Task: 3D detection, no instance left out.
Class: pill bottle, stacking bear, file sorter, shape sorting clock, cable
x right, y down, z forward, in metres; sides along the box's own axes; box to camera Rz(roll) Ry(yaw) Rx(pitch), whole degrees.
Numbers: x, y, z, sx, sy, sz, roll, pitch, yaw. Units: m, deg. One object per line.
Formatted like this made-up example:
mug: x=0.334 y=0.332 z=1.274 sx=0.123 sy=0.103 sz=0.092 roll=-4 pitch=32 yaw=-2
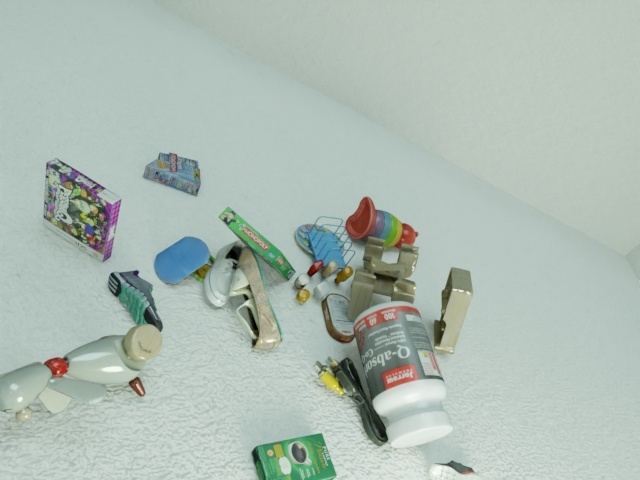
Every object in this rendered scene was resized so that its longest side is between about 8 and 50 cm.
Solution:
pill bottle: x=0.232 y=0.374 z=1.336 sx=0.210 sy=0.210 sz=0.362 roll=8 pitch=48 yaw=-28
stacking bear: x=0.280 y=-0.043 z=1.988 sx=0.289 sy=0.175 sz=0.164 roll=18 pitch=34 yaw=-29
file sorter: x=0.041 y=0.007 z=1.727 sx=0.118 sy=0.104 sz=0.170 roll=6 pitch=46 yaw=-29
shape sorting clock: x=0.000 y=0.000 z=1.824 sx=0.206 sy=0.040 sz=0.206 roll=20 pitch=36 yaw=-15
cable: x=0.095 y=0.449 z=1.346 sx=0.287 sy=0.072 sz=0.139 roll=55 pitch=24 yaw=14

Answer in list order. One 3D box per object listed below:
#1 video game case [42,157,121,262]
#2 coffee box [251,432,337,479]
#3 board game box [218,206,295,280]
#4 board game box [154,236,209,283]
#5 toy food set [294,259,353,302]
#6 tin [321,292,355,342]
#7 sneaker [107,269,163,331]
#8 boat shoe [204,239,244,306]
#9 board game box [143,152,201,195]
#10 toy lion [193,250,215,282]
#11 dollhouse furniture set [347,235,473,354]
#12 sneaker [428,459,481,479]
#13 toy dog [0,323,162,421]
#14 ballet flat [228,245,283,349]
video game case: x=-0.657 y=-0.077 z=1.286 sx=0.210 sy=0.232 sz=0.042 roll=32 pitch=37 yaw=2
coffee box: x=-0.061 y=0.532 z=1.118 sx=0.184 sy=0.040 sz=0.113 roll=2 pitch=44 yaw=-33
board game box: x=-0.189 y=0.020 z=1.480 sx=0.213 sy=0.046 sz=0.317 roll=40 pitch=-8 yaw=12
board game box: x=-0.416 y=0.063 z=1.423 sx=0.169 sy=0.033 sz=0.133 roll=-36 pitch=58 yaw=-18
toy food set: x=-0.009 y=0.142 z=1.623 sx=0.232 sy=0.104 sz=0.111 roll=-31 pitch=79 yaw=-32
tin: x=0.063 y=0.253 z=1.560 sx=0.106 sy=0.040 sz=0.189 roll=8 pitch=40 yaw=-21
sneaker: x=-0.471 y=0.153 z=1.265 sx=0.224 sy=0.083 sz=0.098 roll=43 pitch=32 yaw=20
boat shoe: x=-0.289 y=0.089 z=1.449 sx=0.095 sy=0.084 sz=0.258 roll=39 pitch=29 yaw=-29
board game box: x=-0.551 y=-0.264 z=1.744 sx=0.194 sy=0.060 sz=0.194 roll=11 pitch=39 yaw=-27
toy lion: x=-0.361 y=0.085 z=1.472 sx=0.096 sy=0.034 sz=0.100 roll=44 pitch=36 yaw=8
dollhouse furniture set: x=0.304 y=0.207 z=1.668 sx=0.395 sy=0.256 sz=0.362 roll=12 pitch=27 yaw=8
sneaker: x=0.360 y=0.637 z=1.291 sx=0.158 sy=0.061 sz=0.065 roll=21 pitch=9 yaw=-14
toy dog: x=-0.492 y=0.302 z=1.000 sx=0.334 sy=0.220 sz=0.160 roll=-19 pitch=88 yaw=-38
ballet flat: x=-0.203 y=0.166 z=1.362 sx=0.106 sy=0.107 sz=0.315 roll=-13 pitch=72 yaw=-28
